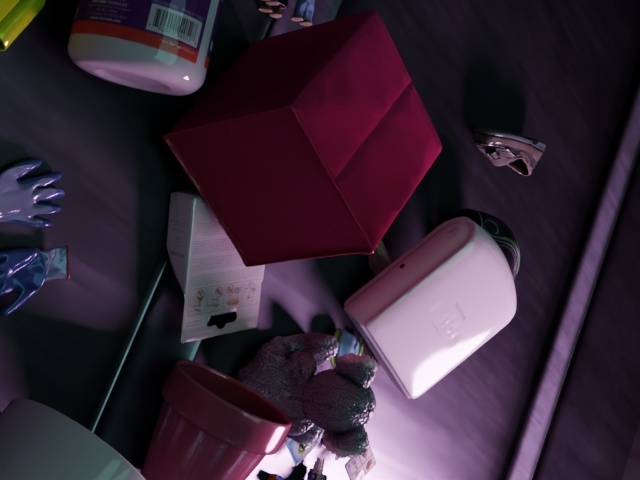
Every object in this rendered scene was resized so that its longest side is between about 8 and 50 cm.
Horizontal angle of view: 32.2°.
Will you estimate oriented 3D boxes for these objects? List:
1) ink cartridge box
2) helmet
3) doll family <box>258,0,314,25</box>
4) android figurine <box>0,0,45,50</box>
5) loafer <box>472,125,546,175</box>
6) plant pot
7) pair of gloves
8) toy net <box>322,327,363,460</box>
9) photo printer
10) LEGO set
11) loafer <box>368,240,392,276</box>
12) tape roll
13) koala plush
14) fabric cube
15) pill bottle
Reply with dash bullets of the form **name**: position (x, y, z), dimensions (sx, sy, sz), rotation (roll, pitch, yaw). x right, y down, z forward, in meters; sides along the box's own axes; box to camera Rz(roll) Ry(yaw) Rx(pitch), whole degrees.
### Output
- **ink cartridge box**: position (-0.160, 0.033, 1.712), dimensions (0.181, 0.056, 0.224), rotation (-7, 109, -52)
- **helmet**: position (0.324, 0.032, 2.241), dimensions (0.161, 0.169, 0.169), rotation (39, 67, -31)
- **doll family**: position (-0.059, -0.411, 1.715), dimensions (0.193, 0.076, 0.111), rotation (22, 77, -57)
- **android figurine**: position (-0.409, -0.345, 1.286), dimensions (0.272, 0.056, 0.248), rotation (-59, 138, -23)
- **loafer**: position (0.401, -0.186, 2.348), dimensions (0.268, 0.096, 0.084), rotation (4, 102, -55)
- **plant pot**: position (-0.171, 0.303, 1.659), dimensions (0.201, 0.201, 0.180), rotation (28, 91, -52)
- **pair of gloves**: position (-0.390, -0.004, 1.424), dimensions (0.159, 0.023, 0.198), rotation (-14, 108, -48)
- **toy net**: position (0.035, 0.280, 2.008), dimensions (0.122, 0.045, 0.232), rotation (64, 36, -74)
- **photo printer**: position (0.223, 0.119, 2.078), dimensions (0.308, 0.107, 0.256), rotation (-38, 127, -8)
- **LEGO set**: position (-0.009, 0.404, 2.018), dimensions (0.244, 0.060, 0.182), rotation (-39, 116, -42)
- **loafer**: position (0.108, 0.021, 2.059), dimensions (0.039, 0.045, 0.125), rotation (-61, 136, -39)
- **tape roll**: position (-0.344, 0.338, 1.384), dimensions (0.169, 0.246, 0.246), rotation (-53, 136, -30)
- **koala plush**: position (-0.004, 0.259, 1.823), dimensions (0.203, 0.221, 0.196), rotation (10, 91, -53)
- **fabric cube**: position (-0.017, -0.143, 1.625), dimensions (0.259, 0.254, 0.258), rotation (60, 44, -27)
- **pill bottle**: position (-0.207, -0.363, 1.441), dimensions (0.181, 0.182, 0.322), rotation (18, 84, -53)
